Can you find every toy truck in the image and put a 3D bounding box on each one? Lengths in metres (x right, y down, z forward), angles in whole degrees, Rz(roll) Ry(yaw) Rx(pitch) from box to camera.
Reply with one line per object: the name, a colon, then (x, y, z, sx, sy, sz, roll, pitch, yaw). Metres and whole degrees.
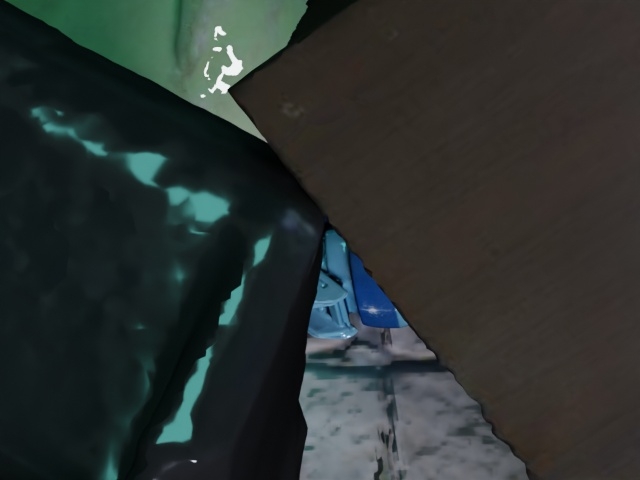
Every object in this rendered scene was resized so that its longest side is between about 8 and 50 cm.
toy truck: (0.000, 0.000, 0.690, 0.090, 0.056, 0.073, -6, 55, 5)

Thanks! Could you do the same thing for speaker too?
speaker: (-0.164, 0.021, 0.574, 0.388, 0.180, 0.184, 29, 58, 17)

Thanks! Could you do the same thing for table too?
table: (0.101, -0.060, 0.564, 0.172, 0.169, 0.193, 52, 22, -13)

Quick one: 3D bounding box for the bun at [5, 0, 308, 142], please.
bun: (-0.072, -0.163, 0.736, 0.283, 0.179, 0.283, 2, 47, -2)
